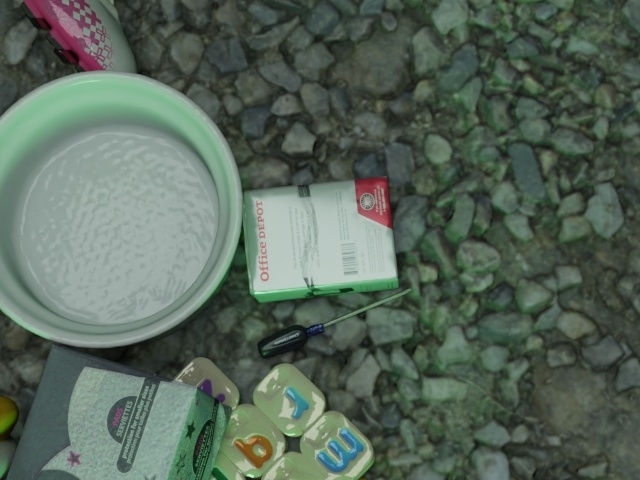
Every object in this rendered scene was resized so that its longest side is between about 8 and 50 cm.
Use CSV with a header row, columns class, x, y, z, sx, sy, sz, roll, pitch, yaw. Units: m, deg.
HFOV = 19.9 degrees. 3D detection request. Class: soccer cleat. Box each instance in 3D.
class,x,y,z,sx,sy,sz,roll,pitch,yaw
soccer cleat,-0.270,-0.302,1.908,0.143,0.116,0.331,-38,80,-4

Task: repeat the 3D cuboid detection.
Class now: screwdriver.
class,x,y,z,sx,sy,sz,roll,pitch,yaw
screwdriver,0.016,0.085,1.871,0.170,0.024,0.025,-18,50,-3

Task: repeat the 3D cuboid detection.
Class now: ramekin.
class,x,y,z,sx,sy,sz,roll,pitch,yaw
ramekin,-0.210,-0.021,1.844,0.277,0.135,0.277,-1,80,3

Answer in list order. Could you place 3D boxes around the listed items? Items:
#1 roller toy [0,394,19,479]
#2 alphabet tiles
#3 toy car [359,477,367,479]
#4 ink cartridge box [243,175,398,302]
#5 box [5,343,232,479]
class,x,y,z,sx,sy,sz,roll,pitch,yaw
roller toy,-0.386,0.240,1.775,0.146,0.191,0.209,40,61,9
alphabet tiles,-0.085,0.265,1.826,0.284,0.021,0.278,-46,71,-2
toy car,0.057,0.292,1.815,0.041,0.060,0.122,-6,85,-31
ink cartridge box,0.000,0.000,1.866,0.150,0.063,0.109,-6,79,2
box,-0.207,0.247,1.771,0.163,0.142,0.247,15,80,16
